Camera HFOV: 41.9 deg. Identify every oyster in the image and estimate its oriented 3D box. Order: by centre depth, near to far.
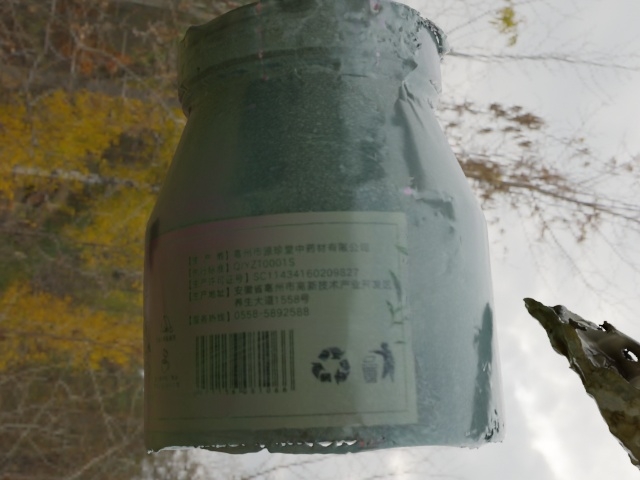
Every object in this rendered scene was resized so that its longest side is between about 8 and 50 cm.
[{"bbox_3d":[0.198,0.109,0.549,0.061,0.106,0.199,-52,-139,22],"label":"oyster"}]

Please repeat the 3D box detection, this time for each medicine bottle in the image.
[{"bbox_3d":[0.000,0.000,0.591,0.245,0.245,0.289,148,-57,-67],"label":"medicine bottle"}]
